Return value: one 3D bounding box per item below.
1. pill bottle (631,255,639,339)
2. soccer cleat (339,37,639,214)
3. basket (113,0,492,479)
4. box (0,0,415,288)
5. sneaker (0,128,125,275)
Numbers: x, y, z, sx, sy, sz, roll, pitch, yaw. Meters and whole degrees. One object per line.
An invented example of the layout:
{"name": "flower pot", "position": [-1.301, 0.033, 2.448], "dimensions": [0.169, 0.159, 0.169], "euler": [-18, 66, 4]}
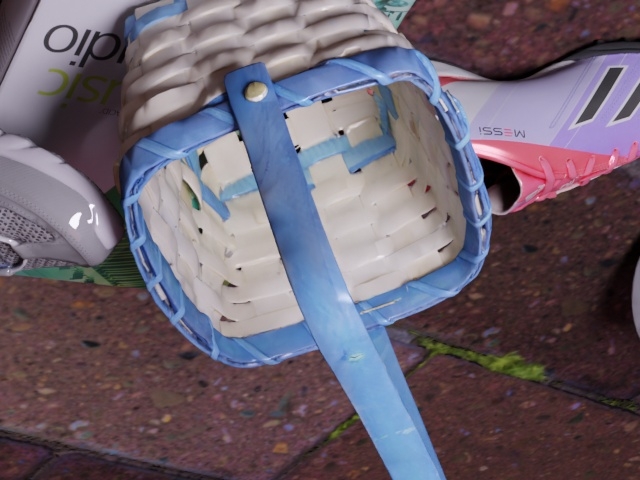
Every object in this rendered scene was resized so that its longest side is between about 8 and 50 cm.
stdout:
{"name": "pill bottle", "position": [0.415, 0.056, 1.335], "dimensions": [0.278, 0.162, 0.162], "euler": [6, 137, -30]}
{"name": "soccer cleat", "position": [0.158, -0.068, 1.102], "dimensions": [0.318, 0.116, 0.109], "euler": [-4, 141, -18]}
{"name": "basket", "position": [0.000, 0.000, 0.883], "dimensions": [0.201, 0.289, 0.255], "euler": [-25, 140, -1]}
{"name": "box", "position": [-0.106, -0.091, 1.010], "dimensions": [0.232, 0.058, 0.322], "euler": [7, 137, -30]}
{"name": "sneaker", "position": [-0.243, 0.005, 0.930], "dimensions": [0.281, 0.115, 0.105], "euler": [0, 147, 27]}
